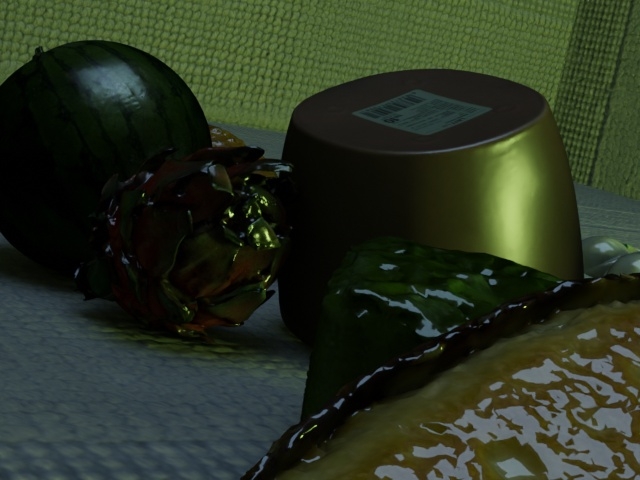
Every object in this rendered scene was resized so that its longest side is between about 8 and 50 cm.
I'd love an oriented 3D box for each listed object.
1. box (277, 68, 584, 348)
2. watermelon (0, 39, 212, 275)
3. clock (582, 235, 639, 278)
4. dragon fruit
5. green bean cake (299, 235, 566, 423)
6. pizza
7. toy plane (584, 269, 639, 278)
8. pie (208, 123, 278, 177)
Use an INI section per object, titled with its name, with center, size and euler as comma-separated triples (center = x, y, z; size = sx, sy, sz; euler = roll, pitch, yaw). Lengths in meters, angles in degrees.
[box]
center = 0.098, -0.030, 1.227
size = 0.301, 0.216, 0.301
euler = -6, 23, 3
[watermelon]
center = -0.230, -0.085, 1.313
size = 0.242, 0.242, 0.242
euler = 11, 9, -2
[clock]
center = 0.407, 0.055, 1.705
size = 0.144, 0.103, 0.231
euler = 6, 9, -25
[dragon fruit]
center = -0.113, 0.003, 1.156
size = 0.188, 0.182, 0.182
euler = 10, 5, 44
[green bean cake]
center = 0.119, 0.100, 0.914
size = 0.249, 0.156, 0.247
euler = 13, 11, 6
[pizza]
center = 0.183, 0.125, 0.665
size = 0.435, 0.080, 0.392
euler = 17, 38, 9
[toy plane]
center = 0.263, 0.071, 1.392
size = 0.252, 0.118, 0.252
euler = 9, 9, -1
[pie]
center = -0.166, -0.062, 1.496
size = 0.273, 0.069, 0.273
euler = 8, 35, -5
